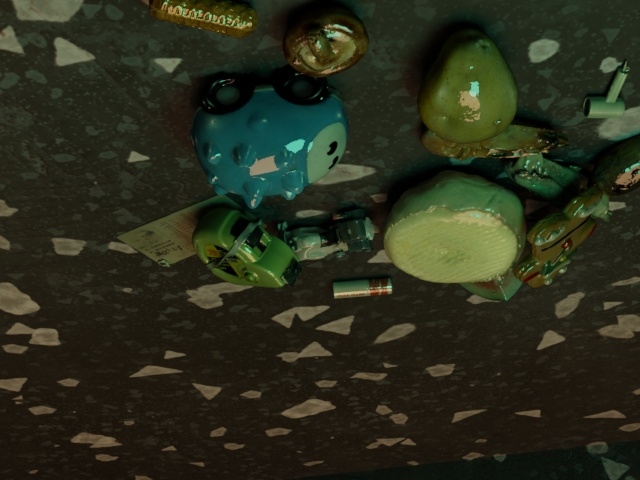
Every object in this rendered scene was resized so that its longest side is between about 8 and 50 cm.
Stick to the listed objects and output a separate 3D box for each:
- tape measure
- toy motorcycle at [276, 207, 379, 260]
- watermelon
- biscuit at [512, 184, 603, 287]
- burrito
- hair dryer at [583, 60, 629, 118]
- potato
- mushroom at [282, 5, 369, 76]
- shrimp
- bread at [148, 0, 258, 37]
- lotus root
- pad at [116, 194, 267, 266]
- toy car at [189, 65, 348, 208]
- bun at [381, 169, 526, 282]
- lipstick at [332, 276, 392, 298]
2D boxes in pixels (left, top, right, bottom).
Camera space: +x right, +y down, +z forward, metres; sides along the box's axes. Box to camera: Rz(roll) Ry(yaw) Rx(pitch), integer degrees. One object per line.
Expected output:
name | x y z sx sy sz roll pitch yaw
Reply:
tape measure | -0.157 0.012 1.889 0.200 0.106 0.175 2 138 46
toy motorcycle | 0.000 0.000 1.949 0.221 0.102 0.150 -15 170 22
watermelon | 0.338 0.008 2.068 0.207 0.136 0.202 6 121 38
biscuit | 0.450 0.011 1.870 0.197 0.049 0.301 -31 156 -13
burrito | 0.464 -0.098 1.874 0.309 0.066 0.096 22 146 -39
hair dryer | 0.483 -0.251 1.642 0.063 0.038 0.124 -1 145 -7
potato | 0.229 -0.238 1.527 0.157 0.157 0.194 -6 138 0
mushroom | 0.008 -0.285 1.444 0.127 0.087 0.127 -1 148 -1
shrimp | 0.305 -0.174 1.722 0.267 0.061 0.145 -4 160 -9
bread | -0.164 -0.321 1.395 0.157 0.044 0.052 8 151 -21
lotus root | 0.568 -0.137 1.802 0.179 0.080 0.089 -32 143 26
pad | -0.255 -0.015 1.961 0.265 0.009 0.159 -21 147 25
toy car | -0.079 -0.150 1.570 0.255 0.190 0.188 -6 150 -3
bun | 0.253 -0.031 1.880 0.287 0.146 0.287 5 144 4
lipstick | 0.093 0.105 2.200 0.130 0.038 0.038 -5 151 0
